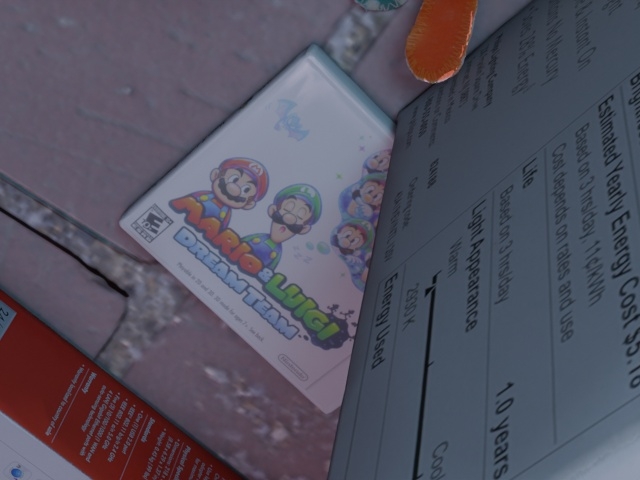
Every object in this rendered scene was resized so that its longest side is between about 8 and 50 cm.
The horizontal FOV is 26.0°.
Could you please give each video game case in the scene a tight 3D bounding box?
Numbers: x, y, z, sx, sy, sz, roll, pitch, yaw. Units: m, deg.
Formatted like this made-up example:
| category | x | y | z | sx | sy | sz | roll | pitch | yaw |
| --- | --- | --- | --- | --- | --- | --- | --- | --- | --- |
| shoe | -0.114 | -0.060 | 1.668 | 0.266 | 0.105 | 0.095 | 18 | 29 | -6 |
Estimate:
| category | x | y | z | sx | sy | sz | roll | pitch | yaw |
| --- | --- | --- | --- | --- | --- | --- | --- | --- | --- |
| video game case | 0.000 | 0.000 | 0.708 | 0.143 | 0.019 | 0.157 | -39 | 107 | 25 |

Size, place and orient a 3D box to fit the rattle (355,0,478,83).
| category | x | y | z | sx | sy | sz | roll | pitch | yaw |
| --- | --- | --- | --- | --- | --- | --- | --- | --- | --- |
| rattle | 0.078 | -0.183 | 0.587 | 0.130 | 0.143 | 0.200 | 19 | 144 | 35 |

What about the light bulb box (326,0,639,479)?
| category | x | y | z | sx | sy | sz | roll | pitch | yaw |
| --- | --- | --- | --- | --- | --- | --- | --- | --- | --- |
| light bulb box | 0.210 | -0.005 | 0.475 | 0.225 | 0.358 | 0.361 | 42 | 118 | -17 |

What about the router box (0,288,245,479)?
| category | x | y | z | sx | sy | sz | roll | pitch | yaw |
| --- | --- | --- | --- | --- | --- | --- | --- | --- | --- |
| router box | -0.198 | 0.224 | 0.829 | 0.301 | 0.082 | 0.335 | 41 | 117 | -14 |
